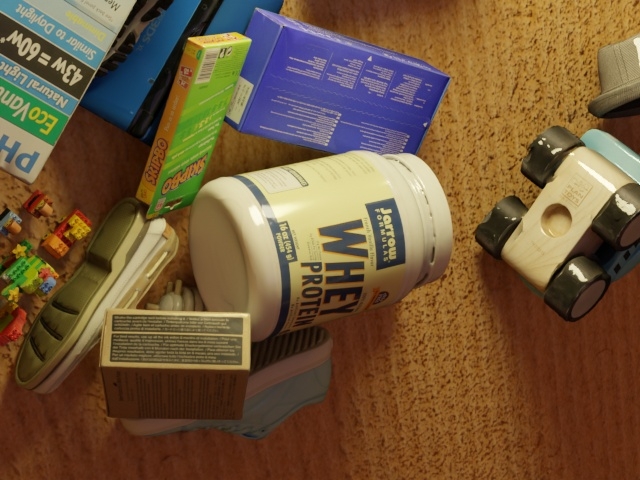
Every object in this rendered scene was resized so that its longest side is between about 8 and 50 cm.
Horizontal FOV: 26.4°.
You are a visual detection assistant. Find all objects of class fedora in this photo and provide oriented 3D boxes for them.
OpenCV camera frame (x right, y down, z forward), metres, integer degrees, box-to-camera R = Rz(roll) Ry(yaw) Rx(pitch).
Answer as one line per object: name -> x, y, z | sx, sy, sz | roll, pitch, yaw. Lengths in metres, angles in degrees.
fedora -> 0.568, -0.297, 2.324 | 0.275, 0.244, 0.124 | -10, 82, -41

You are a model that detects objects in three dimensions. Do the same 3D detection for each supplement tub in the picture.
supplement tub -> 0.000, 0.000, 1.947 | 0.325, 0.235, 0.235 | -13, 114, -27

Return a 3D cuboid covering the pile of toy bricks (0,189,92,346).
pile of toy bricks -> -0.389, 0.038, 1.815 | 0.212, 0.105, 0.118 | -49, 127, -10

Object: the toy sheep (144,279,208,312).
toy sheep -> -0.196, 0.106, 1.993 | 0.132, 0.091, 0.091 | 13, 99, -24

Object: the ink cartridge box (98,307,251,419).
ink cartridge box -> -0.194, 0.171, 1.838 | 0.193, 0.234, 0.088 | 3, 67, -5

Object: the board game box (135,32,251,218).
board game box -> -0.175, -0.155, 1.855 | 0.124, 0.039, 0.259 | -23, 136, -60

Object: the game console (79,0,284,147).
game console -> -0.215, -0.284, 1.868 | 0.250, 0.173, 0.293 | 30, 88, -7

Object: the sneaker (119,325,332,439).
sneaker -> -0.128, 0.251, 2.061 | 0.366, 0.135, 0.150 | -17, 113, -29

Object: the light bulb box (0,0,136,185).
light bulb box -> -0.429, -0.312, 1.580 | 0.358, 0.225, 0.361 | 29, 88, -38

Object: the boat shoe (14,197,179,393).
boat shoe -> -0.303, 0.092, 1.892 | 0.103, 0.113, 0.302 | 36, 88, -39

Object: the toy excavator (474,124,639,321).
toy excavator -> 0.533, -0.080, 2.356 | 0.445, 0.222, 0.433 | 6, 122, -57

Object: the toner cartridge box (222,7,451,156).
toner cartridge box -> 0.024, -0.214, 1.997 | 0.348, 0.075, 0.165 | 11, 111, -43

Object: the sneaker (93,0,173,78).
sneaker -> -0.275, -0.289, 1.743 | 0.208, 0.094, 0.081 | -43, 153, 6
